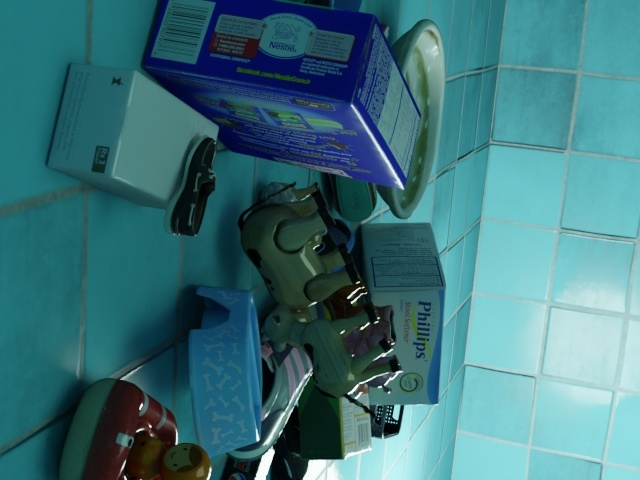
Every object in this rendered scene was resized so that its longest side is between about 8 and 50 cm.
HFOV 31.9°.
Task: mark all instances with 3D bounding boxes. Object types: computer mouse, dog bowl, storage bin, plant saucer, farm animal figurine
[{"bbox_3d":[-0.059,0.365,1.947,0.184,0.060,0.262,-51,145,-59],"label":"computer mouse"},{"bbox_3d":[-0.120,0.162,1.463,0.297,0.074,0.165,-97,-179,-69],"label":"dog bowl"},{"bbox_3d":[0.128,0.370,2.496,0.180,0.084,0.122,18,81,-73],"label":"storage bin"},{"bbox_3d":[0.156,-0.246,2.253,0.400,0.101,0.400,10,90,-72],"label":"plant saucer"},{"bbox_3d":[-0.023,0.082,1.615,0.330,0.172,0.326,-103,169,-82],"label":"farm animal figurine"}]

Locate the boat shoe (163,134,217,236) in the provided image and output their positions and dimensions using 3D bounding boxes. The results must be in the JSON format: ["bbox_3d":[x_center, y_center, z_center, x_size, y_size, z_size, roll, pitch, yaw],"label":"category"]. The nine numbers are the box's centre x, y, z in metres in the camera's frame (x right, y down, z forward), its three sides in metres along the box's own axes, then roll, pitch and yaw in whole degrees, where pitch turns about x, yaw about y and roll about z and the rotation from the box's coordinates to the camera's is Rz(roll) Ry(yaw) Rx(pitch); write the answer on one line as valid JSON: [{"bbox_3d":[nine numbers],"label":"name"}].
[{"bbox_3d":[-0.136,-0.061,1.257,0.046,0.038,0.125,70,36,-58],"label":"boat shoe"}]

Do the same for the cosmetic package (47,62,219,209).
[{"bbox_3d":[-0.200,-0.106,1.238,0.231,0.086,0.117,31,70,-69],"label":"cosmetic package"}]

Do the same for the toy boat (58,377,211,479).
[{"bbox_3d":[-0.199,0.253,1.301,0.231,0.151,0.151,60,42,-64],"label":"toy boat"}]

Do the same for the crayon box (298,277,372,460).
[{"bbox_3d":[0.023,0.224,2.019,0.203,0.083,0.322,19,67,-72],"label":"crayon box"}]

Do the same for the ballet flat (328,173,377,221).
[{"bbox_3d":[0.046,-0.172,1.984,0.316,0.108,0.106,88,0,-46],"label":"ballet flat"}]

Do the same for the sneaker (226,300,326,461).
[{"bbox_3d":[-0.071,0.177,1.731,0.131,0.112,0.319,81,23,-50],"label":"sneaker"}]

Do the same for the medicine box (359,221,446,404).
[{"bbox_3d":[0.157,0.140,2.226,0.289,0.149,0.263,-91,-179,-64],"label":"medicine box"}]

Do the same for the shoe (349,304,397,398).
[{"bbox_3d":[0.087,0.190,1.953,0.063,0.081,0.178,62,28,-53],"label":"shoe"}]

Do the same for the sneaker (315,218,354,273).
[{"bbox_3d":[0.000,0.000,1.922,0.090,0.081,0.232,56,16,-17],"label":"sneaker"}]

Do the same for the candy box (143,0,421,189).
[{"bbox_3d":[-0.033,-0.186,1.413,0.317,0.268,0.122,48,57,-69],"label":"candy box"}]

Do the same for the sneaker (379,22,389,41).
[{"bbox_3d":[0.094,-0.338,2.070,0.170,0.063,0.074,-66,151,-52],"label":"sneaker"}]

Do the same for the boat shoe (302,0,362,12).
[{"bbox_3d":[-0.004,-0.349,1.734,0.109,0.089,0.258,35,70,-56],"label":"boat shoe"}]

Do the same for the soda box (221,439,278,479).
[{"bbox_3d":[-0.116,0.363,1.776,0.060,0.053,0.168,71,33,-57],"label":"soda box"}]
